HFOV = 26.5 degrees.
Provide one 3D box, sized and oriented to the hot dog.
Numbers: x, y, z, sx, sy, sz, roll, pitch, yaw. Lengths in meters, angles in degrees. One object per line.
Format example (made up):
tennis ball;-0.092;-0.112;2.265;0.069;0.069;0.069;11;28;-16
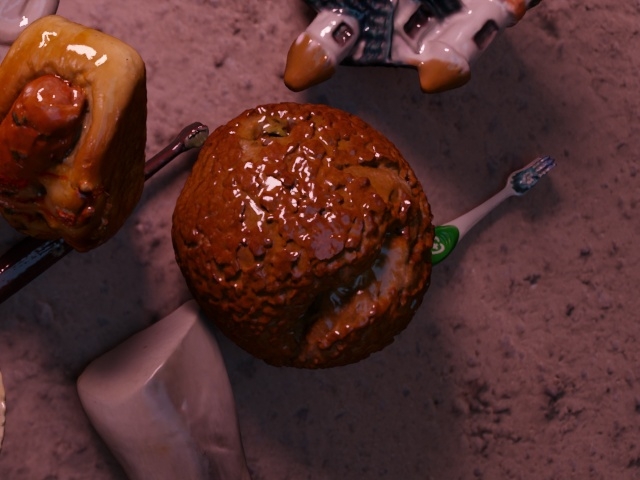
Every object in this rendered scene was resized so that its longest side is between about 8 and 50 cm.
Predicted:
hot dog;-0.243;-0.080;1.283;0.150;0.256;0.153;25;59;7

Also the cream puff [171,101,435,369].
cream puff;0.000;0.000;1.478;0.303;0.212;0.303;-7;102;-36

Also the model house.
model house;0.079;-0.273;1.492;0.271;0.190;0.301;45;76;-30

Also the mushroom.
mushroom;-0.112;0.278;1.512;0.177;0.126;0.397;-34;111;-31

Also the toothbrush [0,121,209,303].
toothbrush;-0.258;-0.014;1.421;0.364;0.041;0.041;-39;116;-20

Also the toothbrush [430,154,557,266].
toothbrush;0.129;0.015;1.664;0.418;0.040;0.042;-35;91;-17

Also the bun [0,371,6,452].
bun;-0.478;0.144;1.222;0.364;0.202;0.364;-3;95;-35

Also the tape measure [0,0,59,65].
tape measure;-0.391;-0.226;1.248;0.258;0.130;0.265;26;95;-36
